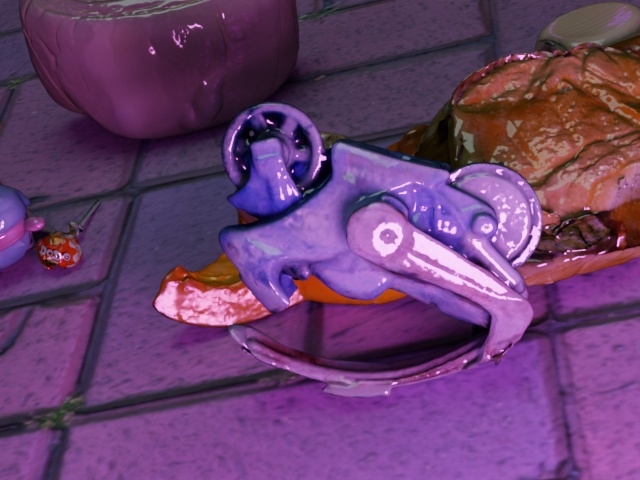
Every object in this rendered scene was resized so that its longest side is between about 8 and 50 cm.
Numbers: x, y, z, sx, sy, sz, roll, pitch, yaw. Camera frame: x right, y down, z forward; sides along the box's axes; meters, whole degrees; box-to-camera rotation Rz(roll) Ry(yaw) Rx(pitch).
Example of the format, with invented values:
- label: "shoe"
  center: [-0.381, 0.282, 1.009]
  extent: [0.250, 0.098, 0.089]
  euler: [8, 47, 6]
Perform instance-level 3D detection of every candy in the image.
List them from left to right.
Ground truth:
- label: "candy"
  center: [-0.303, -0.014, 1.904]
  extent: [0.056, 0.049, 0.184]
  euler: [19, 27, 2]

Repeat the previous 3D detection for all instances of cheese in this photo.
- label: "cheese"
  center: [0.388, -0.272, 1.980]
  extent: [0.227, 0.064, 0.137]
  euler: [-27, 33, -17]

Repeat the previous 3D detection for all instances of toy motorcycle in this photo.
- label: "toy motorcycle"
  center: [0.042, 0.018, 1.421]
  extent: [0.319, 0.182, 0.241]
  euler: [16, 73, 4]

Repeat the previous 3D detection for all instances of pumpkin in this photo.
- label: "pumpkin"
  center: [-0.014, -0.009, 1.674]
  extent: [0.290, 0.095, 0.258]
  euler: [-8, 37, 15]

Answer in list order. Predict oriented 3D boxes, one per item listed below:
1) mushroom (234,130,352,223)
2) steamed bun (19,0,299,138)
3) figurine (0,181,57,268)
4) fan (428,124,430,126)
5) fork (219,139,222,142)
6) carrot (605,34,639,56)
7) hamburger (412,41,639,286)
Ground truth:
- label: "mushroom"
  center: [-0.020, -0.058, 1.571]
  extent: [0.148, 0.112, 0.148]
  euler: [-7, 53, 9]
- label: "steamed bun"
  center: [-0.215, -0.275, 2.112]
  extent: [0.384, 0.247, 0.236]
  euler: [-11, 39, -2]
- label: "figurine"
  center: [-0.445, -0.022, 1.915]
  extent: [0.205, 0.103, 0.260]
  euler: [-23, 19, -16]
- label: "fan"
  center: [0.163, -0.153, 1.869]
  extent: [0.131, 0.009, 0.240]
  euler: [-29, 5, 32]
- label: "fork"
  center: [-0.088, -0.100, 1.963]
  extent: [0.034, 0.028, 0.219]
  euler: [-32, 27, -13]
- label: "carrot"
  center: [0.286, -0.177, 1.868]
  extent: [0.314, 0.066, 0.066]
  euler: [-21, 28, -4]
- label: "hamburger"
  center: [0.241, -0.076, 1.582]
  extent: [0.285, 0.134, 0.265]
  euler: [-9, 43, -5]
